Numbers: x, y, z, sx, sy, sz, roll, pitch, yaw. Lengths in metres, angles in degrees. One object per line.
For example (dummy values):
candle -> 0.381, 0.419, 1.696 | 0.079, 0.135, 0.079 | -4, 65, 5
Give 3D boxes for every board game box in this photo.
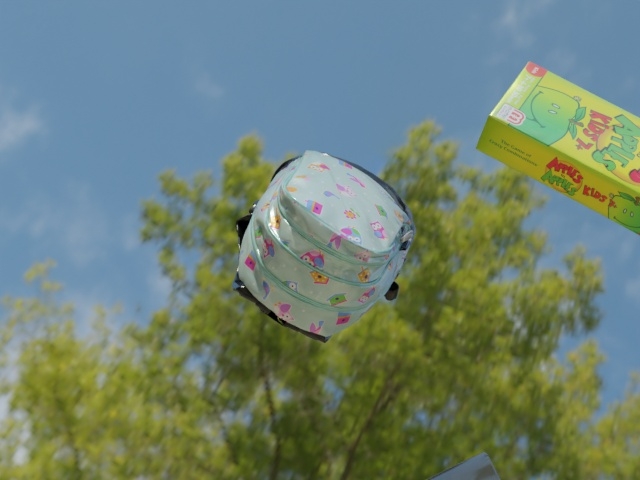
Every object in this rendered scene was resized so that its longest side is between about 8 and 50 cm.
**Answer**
board game box -> 0.236, -0.076, 1.381 | 0.181, 0.092, 0.043 | 29, -43, 11

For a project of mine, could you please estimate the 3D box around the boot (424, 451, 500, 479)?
boot -> -0.015, 0.243, 0.378 | 0.260, 0.348, 0.131 | -23, -28, -1

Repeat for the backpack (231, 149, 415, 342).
backpack -> 0.000, 0.000, 1.306 | 0.152, 0.182, 0.115 | 25, -65, 3
